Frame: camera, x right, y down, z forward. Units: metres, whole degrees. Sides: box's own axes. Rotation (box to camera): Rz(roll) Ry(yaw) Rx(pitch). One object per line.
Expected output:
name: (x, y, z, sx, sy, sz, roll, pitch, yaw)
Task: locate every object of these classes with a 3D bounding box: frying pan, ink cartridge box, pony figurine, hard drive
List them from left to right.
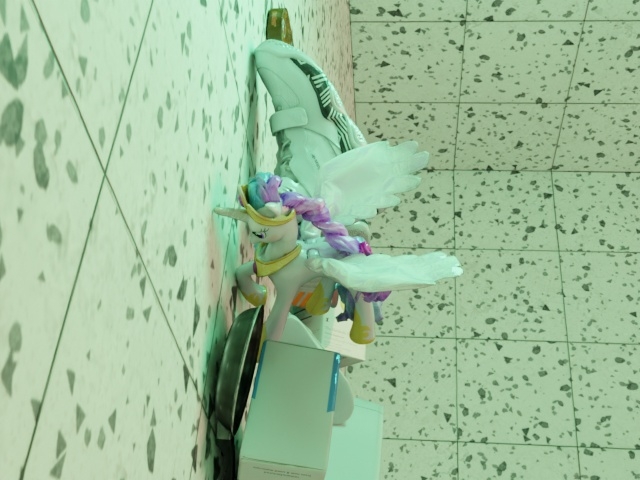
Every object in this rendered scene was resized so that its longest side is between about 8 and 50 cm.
frying pan: (-0.128, 0.246, 1.342, 0.197, 0.053, 0.326, -73, 174, -66)
ink cartridge box: (-0.059, 0.344, 1.397, 0.223, 0.129, 0.307, -82, -178, -47)
hard drive: (0.010, 0.424, 1.834, 0.353, 0.233, 0.047, -75, 180, -67)
pony figurine: (0.018, 0.026, 1.399, 0.363, 0.351, 0.303, 90, -12, -47)

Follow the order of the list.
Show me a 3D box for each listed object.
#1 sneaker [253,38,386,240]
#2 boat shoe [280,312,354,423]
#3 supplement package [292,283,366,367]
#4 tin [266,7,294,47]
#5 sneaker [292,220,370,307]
sneaker: (-0.048, -0.158, 1.539, 0.366, 0.210, 0.137, 56, -21, -7)
boat shoe: (-0.019, 0.263, 1.868, 0.267, 0.096, 0.088, 53, 4, -12)
supplement package: (0.022, 0.171, 2.140, 0.134, 0.139, 0.244, -25, -126, 49)
tin: (-0.079, -0.382, 1.772, 0.190, 0.040, 0.106, 79, 9, -63)
sneaker: (0.000, 0.000, 1.995, 0.321, 0.124, 0.180, -49, -143, 44)
